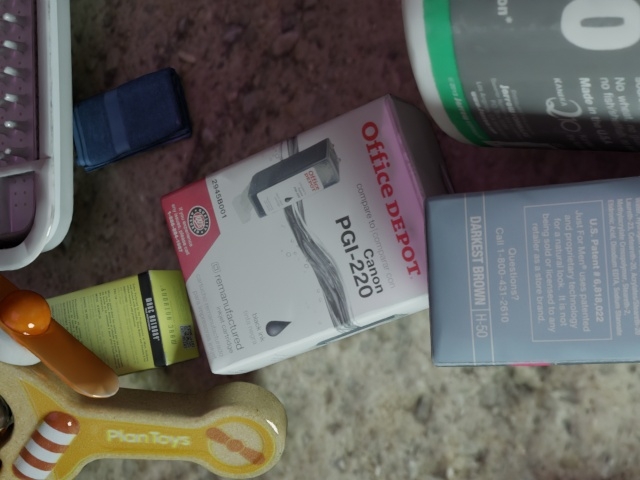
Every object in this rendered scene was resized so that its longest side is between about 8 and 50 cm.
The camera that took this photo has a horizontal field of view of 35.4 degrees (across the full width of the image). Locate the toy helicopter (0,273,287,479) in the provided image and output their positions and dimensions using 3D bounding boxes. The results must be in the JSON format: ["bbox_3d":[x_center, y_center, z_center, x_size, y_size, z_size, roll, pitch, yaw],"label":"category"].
[{"bbox_3d":[-0.203,0.133,0.825,0.354,0.140,0.235,4,116,-2],"label":"toy helicopter"}]

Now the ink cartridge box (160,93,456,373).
[{"bbox_3d":[0.000,0.000,0.803,0.217,0.092,0.159,-22,80,19],"label":"ink cartridge box"}]

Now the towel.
[{"bbox_3d":[-0.175,-0.110,0.917,0.119,0.029,0.067,-17,81,23],"label":"towel"}]

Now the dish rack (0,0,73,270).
[{"bbox_3d":[-0.332,-0.133,0.947,0.285,0.072,0.333,-5,86,33],"label":"dish rack"}]

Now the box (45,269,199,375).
[{"bbox_3d":[-0.229,0.093,0.916,0.232,0.058,0.087,-16,82,21],"label":"box"}]

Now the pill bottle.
[{"bbox_3d":[0.250,-0.153,0.610,0.361,0.204,0.204,5,90,34],"label":"pill bottle"}]

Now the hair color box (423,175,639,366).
[{"bbox_3d":[0.272,0.018,0.632,0.374,0.185,0.114,-5,85,23],"label":"hair color box"}]
